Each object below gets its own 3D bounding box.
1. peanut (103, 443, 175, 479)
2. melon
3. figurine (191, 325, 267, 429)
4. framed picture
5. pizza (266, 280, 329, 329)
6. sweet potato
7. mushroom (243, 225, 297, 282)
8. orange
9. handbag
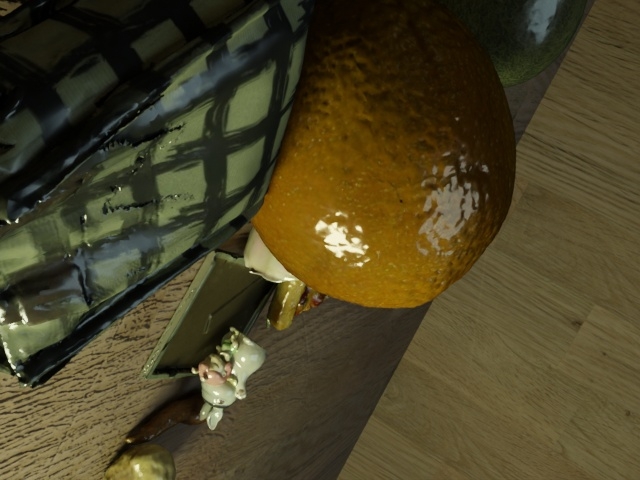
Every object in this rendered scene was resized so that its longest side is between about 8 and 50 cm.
[{"bbox_3d":[-0.260,0.380,1.233,0.110,0.120,0.236,-81,-174,-53],"label":"peanut"},{"bbox_3d":[0.271,-0.381,1.237,0.248,0.249,0.329,-38,150,-49],"label":"melon"},{"bbox_3d":[-0.155,0.201,1.269,0.098,0.081,0.146,42,82,-30],"label":"figurine"},{"bbox_3d":[-0.150,0.115,1.259,0.208,0.019,0.281,-60,163,1],"label":"framed picture"},{"bbox_3d":[0.003,0.030,1.419,0.289,0.081,0.229,-65,171,-7],"label":"pizza"},{"bbox_3d":[-0.216,0.269,1.291,0.214,0.050,0.050,-6,125,-64],"label":"sweet potato"},{"bbox_3d":[-0.002,-0.026,1.157,0.162,0.236,0.173,-3,107,-56],"label":"mushroom"},{"bbox_3d":[0.062,-0.109,0.957,0.322,0.322,0.356,-29,121,-58],"label":"orange"},{"bbox_3d":[-0.157,-0.075,0.678,0.327,0.162,0.325,-44,166,-32],"label":"handbag"}]
